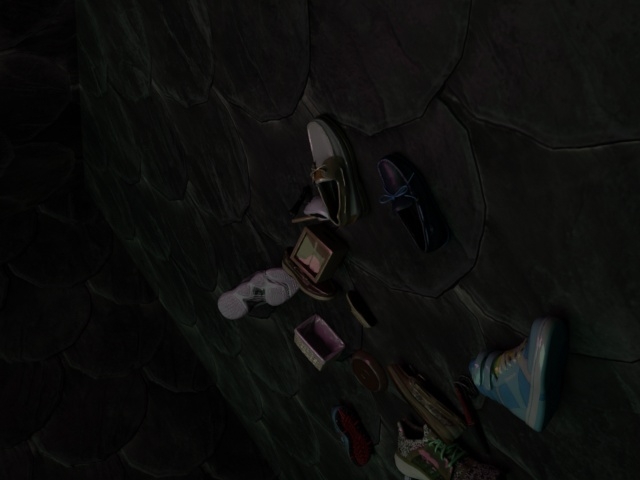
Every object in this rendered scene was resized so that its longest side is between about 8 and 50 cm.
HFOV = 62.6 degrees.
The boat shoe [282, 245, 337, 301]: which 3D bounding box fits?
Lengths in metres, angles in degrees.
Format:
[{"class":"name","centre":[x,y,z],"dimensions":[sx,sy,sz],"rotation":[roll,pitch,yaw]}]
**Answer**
[{"class":"boat shoe","centre":[-0.042,0.105,1.754],"dimensions":[0.257,0.095,0.095],"rotation":[34,133,35]}]

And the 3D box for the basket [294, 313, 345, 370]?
[{"class":"basket","centre":[-0.007,0.371,1.896],"dimensions":[0.167,0.113,0.103],"rotation":[45,147,23]}]

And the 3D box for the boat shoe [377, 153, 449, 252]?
[{"class":"boat shoe","centre":[0.213,-0.091,1.252],"dimensions":[0.258,0.089,0.109],"rotation":[54,147,9]}]

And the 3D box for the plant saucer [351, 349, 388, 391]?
[{"class":"plant saucer","centre":[0.161,0.456,1.813],"dimensions":[0.168,0.029,0.169],"rotation":[35,140,35]}]

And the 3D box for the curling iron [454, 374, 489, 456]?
[{"class":"curling iron","centre":[0.430,0.498,1.472],"dimensions":[0.068,0.035,0.274],"rotation":[6,120,52]}]

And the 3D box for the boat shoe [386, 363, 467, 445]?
[{"class":"boat shoe","centre":[0.313,0.476,1.585],"dimensions":[0.285,0.089,0.105],"rotation":[48,171,22]}]

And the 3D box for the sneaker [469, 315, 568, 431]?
[{"class":"sneaker","centre":[0.438,0.277,1.206],"dimensions":[0.208,0.127,0.319],"rotation":[24,132,41]}]

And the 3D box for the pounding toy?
[{"class":"pounding toy","centre":[-0.004,-0.010,1.618],"dimensions":[0.181,0.094,0.206],"rotation":[43,123,25]}]

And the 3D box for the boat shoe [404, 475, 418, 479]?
[{"class":"boat shoe","centre":[0.378,0.922,1.808],"dimensions":[0.105,0.113,0.307],"rotation":[14,118,66]}]

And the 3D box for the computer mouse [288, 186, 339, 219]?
[{"class":"computer mouse","centre":[-0.018,-0.106,1.538],"dimensions":[0.192,0.106,0.042],"rotation":[14,153,50]}]

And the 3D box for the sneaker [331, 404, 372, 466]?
[{"class":"sneaker","centre":[0.119,0.755,2.068],"dimensions":[0.262,0.104,0.125],"rotation":[69,164,-6]}]

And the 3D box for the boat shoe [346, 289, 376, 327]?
[{"class":"boat shoe","centre":[0.120,0.220,1.661],"dimensions":[0.135,0.050,0.045],"rotation":[57,142,5]}]

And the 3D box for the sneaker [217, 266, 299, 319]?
[{"class":"sneaker","centre":[-0.201,0.169,1.989],"dimensions":[0.365,0.210,0.138],"rotation":[-25,96,23]}]

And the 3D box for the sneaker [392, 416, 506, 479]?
[{"class":"sneaker","centre":[0.361,0.643,1.592],"dimensions":[0.410,0.158,0.182],"rotation":[-6,102,52]}]

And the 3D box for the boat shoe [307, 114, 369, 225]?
[{"class":"boat shoe","centre":[0.032,-0.184,1.411],"dimensions":[0.113,0.103,0.303],"rotation":[-13,105,56]}]
